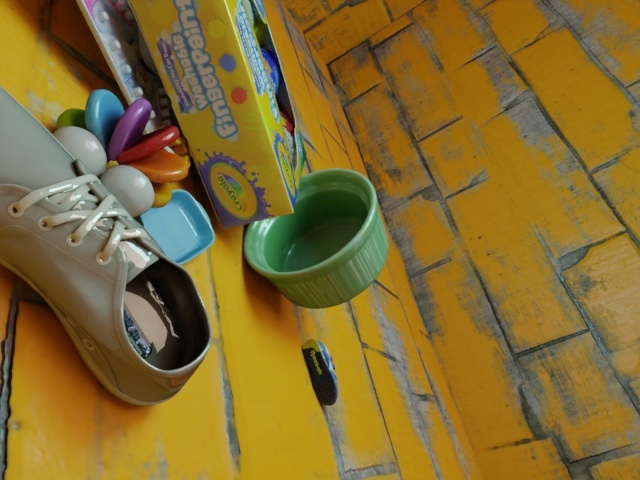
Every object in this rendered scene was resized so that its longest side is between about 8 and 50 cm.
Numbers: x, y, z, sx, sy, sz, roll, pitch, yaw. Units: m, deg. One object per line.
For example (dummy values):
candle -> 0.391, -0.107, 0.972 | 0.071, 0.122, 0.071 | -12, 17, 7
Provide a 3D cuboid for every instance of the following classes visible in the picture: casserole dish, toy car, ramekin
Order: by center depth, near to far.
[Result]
toy car -> -0.271, -0.134, 0.647 | 0.182, 0.136, 0.159 | 40, 26, -18
casserole dish -> -0.243, -0.019, 0.756 | 0.114, 0.036, 0.188 | 60, 19, -9
ramekin -> 0.000, 0.000, 0.994 | 0.304, 0.303, 0.148 | -97, 161, -47

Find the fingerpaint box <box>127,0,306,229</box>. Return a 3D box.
fingerpaint box -> -0.168, -0.309, 0.944 | 0.371, 0.163, 0.445 | -84, 159, -62

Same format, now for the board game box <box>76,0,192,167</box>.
board game box -> -0.304, -0.377, 0.886 | 0.390, 0.050, 0.390 | -88, 163, -56

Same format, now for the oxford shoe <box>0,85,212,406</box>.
oxford shoe -> -0.268, -0.010, 0.505 | 0.450, 0.130, 0.169 | 57, 33, -13

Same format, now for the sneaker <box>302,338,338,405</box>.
sneaker -> 0.009, 0.285, 0.999 | 0.059, 0.053, 0.144 | 33, 36, -61
